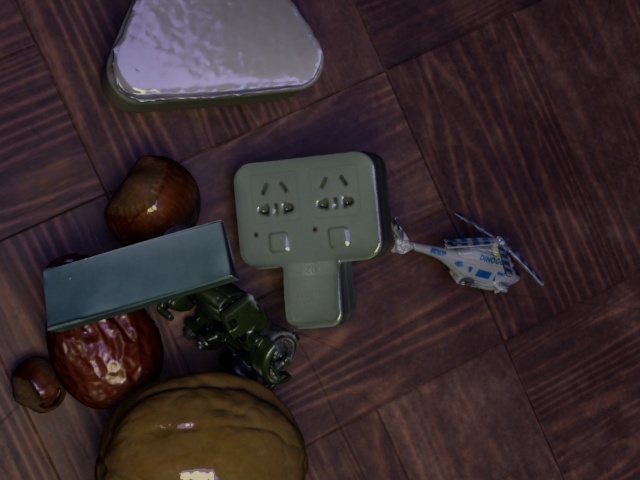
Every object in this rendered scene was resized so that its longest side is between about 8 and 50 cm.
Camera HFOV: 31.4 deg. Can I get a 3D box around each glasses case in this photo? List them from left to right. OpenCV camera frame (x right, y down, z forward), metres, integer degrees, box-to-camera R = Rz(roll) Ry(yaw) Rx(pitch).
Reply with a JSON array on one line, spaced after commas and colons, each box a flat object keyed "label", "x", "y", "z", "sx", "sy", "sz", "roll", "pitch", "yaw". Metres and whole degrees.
[{"label": "glasses case", "x": -0.251, "y": 0.056, "z": 1.592, "sx": 0.266, "sy": 0.056, "sz": 0.105, "roll": -16, "pitch": 56, "yaw": 2}]

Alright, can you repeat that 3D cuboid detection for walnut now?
[{"label": "walnut", "x": -0.165, "y": 0.318, "z": 1.631, "sx": 0.313, "sy": 0.277, "sz": 0.252, "roll": 4, "pitch": 60, "yaw": -26}]

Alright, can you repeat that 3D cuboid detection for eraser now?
[{"label": "eraser", "x": -0.198, "y": -0.308, "z": 1.725, "sx": 0.331, "sy": 0.150, "sz": 0.331, "roll": 0, "pitch": 88, "yaw": -17}]

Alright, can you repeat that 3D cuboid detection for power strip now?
[{"label": "power strip", "x": 0.000, "y": 0.000, "z": 1.768, "sx": 0.229, "sy": 0.141, "sz": 0.261, "roll": -5, "pitch": 91, "yaw": 18}]

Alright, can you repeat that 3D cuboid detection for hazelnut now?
[{"label": "hazelnut", "x": -0.420, "y": 0.215, "z": 1.700, "sx": 0.086, "sy": 0.086, "sz": 0.086, "roll": 0, "pitch": 89, "yaw": -15}, {"label": "hazelnut", "x": -0.247, "y": -0.049, "z": 1.718, "sx": 0.143, "sy": 0.143, "sz": 0.154, "roll": 34, "pitch": 64, "yaw": -12}]

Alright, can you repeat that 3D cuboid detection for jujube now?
[{"label": "jujube", "x": -0.331, "y": 0.132, "z": 1.686, "sx": 0.168, "sy": 0.168, "sz": 0.236, "roll": -26, "pitch": 84, "yaw": -13}]

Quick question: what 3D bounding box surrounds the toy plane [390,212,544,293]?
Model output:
[{"label": "toy plane", "x": 0.220, "y": 0.034, "z": 1.824, "sx": 0.273, "sy": 0.182, "sz": 0.107, "roll": -2, "pitch": 128, "yaw": -44}]

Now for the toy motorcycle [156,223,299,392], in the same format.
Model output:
[{"label": "toy motorcycle", "x": -0.150, "y": 0.112, "z": 1.685, "sx": 0.127, "sy": 0.205, "sz": 0.275, "roll": -46, "pitch": 140, "yaw": -15}]
